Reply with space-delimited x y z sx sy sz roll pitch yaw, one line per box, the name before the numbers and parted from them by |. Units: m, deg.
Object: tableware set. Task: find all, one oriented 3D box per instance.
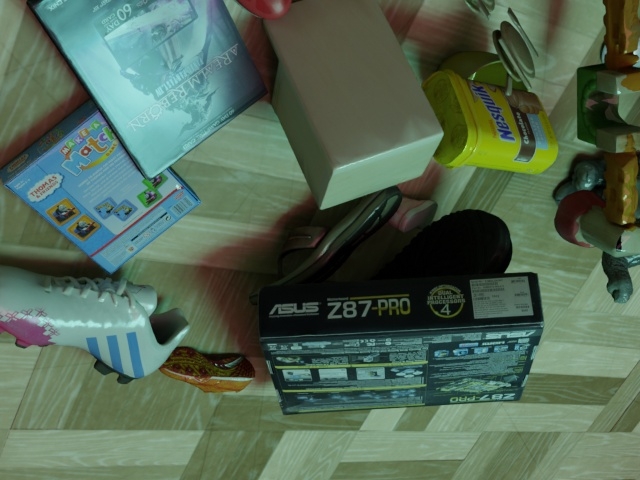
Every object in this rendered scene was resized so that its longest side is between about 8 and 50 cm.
tableware set | 0.218 -0.286 1.257 0.039 0.128 0.194 -25 110 29

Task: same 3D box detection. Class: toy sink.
toy sink | 0.029 -0.182 1.240 0.153 0.234 0.131 -20 163 -16

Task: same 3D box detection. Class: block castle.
block castle | 0.492 -0.217 1.390 0.303 0.213 0.453 -10 109 -12

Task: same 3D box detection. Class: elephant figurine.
elephant figurine | 0.518 -0.026 1.601 0.169 0.239 0.186 11 119 -36

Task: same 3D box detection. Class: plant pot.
plant pot | 0.214 -0.215 1.366 0.134 0.095 0.134 -16 132 -18

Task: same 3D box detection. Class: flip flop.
flip flop | 0.000 0.000 1.427 0.277 0.080 0.112 -43 166 14

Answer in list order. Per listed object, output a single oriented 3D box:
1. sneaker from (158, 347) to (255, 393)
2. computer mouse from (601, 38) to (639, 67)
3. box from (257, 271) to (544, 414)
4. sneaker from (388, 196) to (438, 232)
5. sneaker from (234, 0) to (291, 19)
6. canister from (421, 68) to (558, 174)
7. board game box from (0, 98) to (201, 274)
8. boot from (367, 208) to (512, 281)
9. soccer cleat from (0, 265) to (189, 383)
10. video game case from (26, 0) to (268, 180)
sneaker | -0.183 0.214 1.513 0.175 0.064 0.067 18 125 -37
computer mouse | 0.530 -0.307 1.515 0.193 0.042 0.106 -19 134 -16
box | 0.119 0.165 1.457 0.395 0.097 0.318 -4 149 3
sneaker | 0.131 -0.049 1.496 0.134 0.070 0.051 -15 130 -61
sneaker | -0.078 -0.318 1.082 0.087 0.128 0.221 -35 134 1
canister | 0.221 -0.151 1.267 0.170 0.126 0.073 4 148 -35
board game box | -0.276 -0.067 1.237 0.160 0.039 0.211 -38 136 2
boot | 0.244 0.078 1.557 0.260 0.131 0.348 14 147 -32
soccer cleat | -0.311 0.087 1.296 0.143 0.116 0.331 -40 143 11
video game case | -0.191 -0.224 1.141 0.196 0.026 0.274 -39 134 -12
